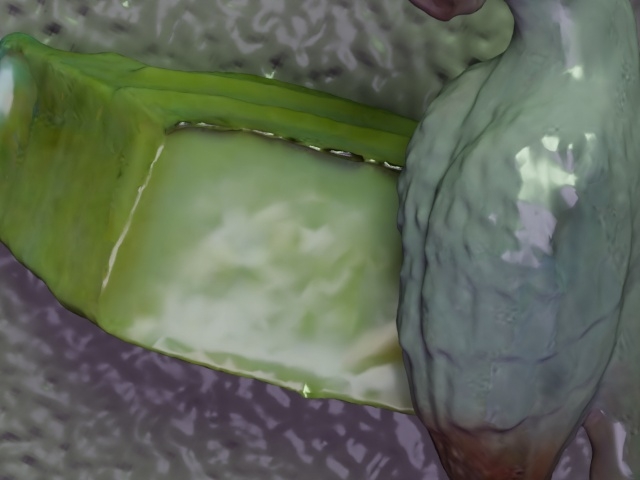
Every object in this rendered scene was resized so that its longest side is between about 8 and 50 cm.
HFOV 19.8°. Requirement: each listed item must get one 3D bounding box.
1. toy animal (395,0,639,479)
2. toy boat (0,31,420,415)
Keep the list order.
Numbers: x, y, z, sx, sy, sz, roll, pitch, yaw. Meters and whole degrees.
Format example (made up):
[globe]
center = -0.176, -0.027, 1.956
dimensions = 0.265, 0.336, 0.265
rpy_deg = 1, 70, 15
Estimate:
[toy animal]
center = 0.076, -0.022, 0.607
dimensions = 0.195, 0.090, 0.324
rpy_deg = -43, 116, -4
[toy boat]
center = -0.001, 0.002, 0.695
dimensions = 0.276, 0.084, 0.111
rpy_deg = 18, 108, -6
